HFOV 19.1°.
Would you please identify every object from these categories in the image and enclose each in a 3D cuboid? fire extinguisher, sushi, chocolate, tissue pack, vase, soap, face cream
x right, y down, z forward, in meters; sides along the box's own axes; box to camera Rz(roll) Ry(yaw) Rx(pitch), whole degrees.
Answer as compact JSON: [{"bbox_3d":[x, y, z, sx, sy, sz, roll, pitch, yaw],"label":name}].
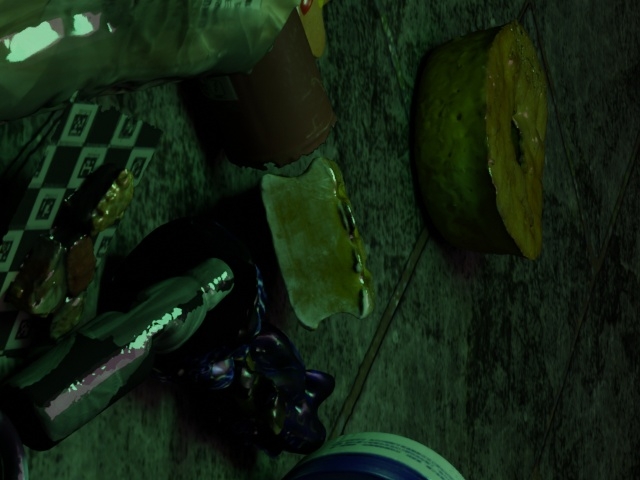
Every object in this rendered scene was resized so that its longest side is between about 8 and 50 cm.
[{"bbox_3d":[-0.097,-0.208,1.580,0.147,0.106,0.337,-44,130,-29],"label":"fire extinguisher"},{"bbox_3d":[-0.170,0.000,1.338,0.201,0.031,0.139,-64,156,5],"label":"sushi"},{"bbox_3d":[-0.066,0.110,1.602,0.148,0.126,0.343,56,-1,30],"label":"chocolate"},{"bbox_3d":[-0.147,-0.277,1.325,0.390,0.195,0.376,-18,108,-56],"label":"tissue pack"},{"bbox_3d":[-0.140,0.074,1.387,0.211,0.060,0.060,-37,124,-35],"label":"vase"},{"bbox_3d":[0.000,0.000,1.679,0.232,0.073,0.140,-42,118,-87],"label":"soap"},{"bbox_3d":[0.045,0.278,1.697,0.111,0.206,0.206,-37,121,-65],"label":"face cream"}]

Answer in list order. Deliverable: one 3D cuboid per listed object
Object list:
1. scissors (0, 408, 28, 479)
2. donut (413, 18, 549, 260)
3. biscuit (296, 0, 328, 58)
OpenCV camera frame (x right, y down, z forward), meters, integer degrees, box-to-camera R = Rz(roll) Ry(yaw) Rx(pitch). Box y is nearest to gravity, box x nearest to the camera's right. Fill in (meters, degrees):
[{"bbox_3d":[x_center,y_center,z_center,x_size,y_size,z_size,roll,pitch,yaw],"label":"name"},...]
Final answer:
[{"bbox_3d":[-0.289,0.073,1.176,0.256,0.029,0.383,-55,136,-55],"label":"scissors"},{"bbox_3d":[0.190,-0.112,2.200,0.277,0.108,0.278,-4,90,-67],"label":"donut"},{"bbox_3d":[-0.019,-0.255,1.830,0.250,0.036,0.165,-59,139,-52],"label":"biscuit"}]
